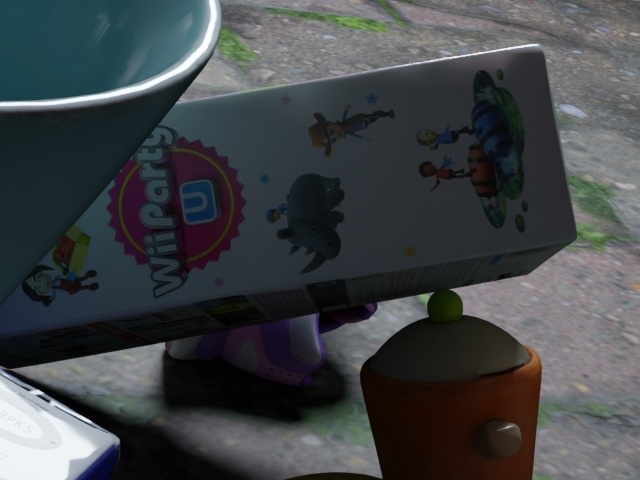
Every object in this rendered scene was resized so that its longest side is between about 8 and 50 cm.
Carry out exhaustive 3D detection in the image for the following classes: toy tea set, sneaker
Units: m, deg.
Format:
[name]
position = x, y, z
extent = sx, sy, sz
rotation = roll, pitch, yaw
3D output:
[toy tea set]
position = 0.125, 0.098, 0.730
extent = 0.336, 0.124, 0.200
rotation = 1, 12, 30
[sneaker]
position = 0.000, 0.000, 0.974
extent = 0.104, 0.095, 0.236
rotation = 29, 56, 5

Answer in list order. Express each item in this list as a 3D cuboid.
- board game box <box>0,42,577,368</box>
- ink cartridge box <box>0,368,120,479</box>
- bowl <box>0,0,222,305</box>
[board game box]
position = -0.041, -0.008, 0.780
extent = 0.303, 0.098, 0.224
rotation = -11, -7, 0
[ink cartridge box]
position = -0.255, 0.116, 0.537
extent = 0.270, 0.151, 0.395
rotation = 28, 28, 9
[bowl]
position = -0.207, -0.059, 0.556
extent = 0.311, 0.163, 0.311
rotation = 19, 26, -9
